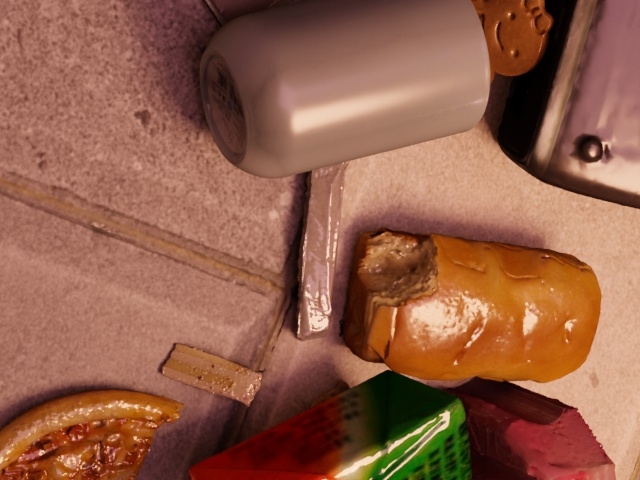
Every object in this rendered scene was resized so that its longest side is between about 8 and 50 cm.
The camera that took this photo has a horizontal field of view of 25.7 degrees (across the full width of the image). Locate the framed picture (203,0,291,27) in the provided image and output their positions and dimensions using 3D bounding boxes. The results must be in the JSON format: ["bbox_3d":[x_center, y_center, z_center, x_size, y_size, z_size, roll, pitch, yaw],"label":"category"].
[{"bbox_3d":[-0.103,-0.392,1.691,0.189,0.023,0.260,-41,114,-15],"label":"framed picture"}]

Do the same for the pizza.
[{"bbox_3d":[-0.291,0.249,1.686,0.271,0.056,0.134,-4,92,-25],"label":"pizza"}]

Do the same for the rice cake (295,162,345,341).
[{"bbox_3d":[0.000,0.000,1.795,0.055,0.049,0.269,3,97,-5],"label":"rice cake"}]

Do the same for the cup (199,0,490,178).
[{"bbox_3d":[0.023,-0.196,1.690,0.312,0.205,0.205,-16,105,-21],"label":"cup"}]

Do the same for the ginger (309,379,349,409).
[{"bbox_3d":[0.048,0.223,1.860,0.137,0.044,0.057,13,110,-26],"label":"ginger"}]

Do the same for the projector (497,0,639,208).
[{"bbox_3d":[0.483,-0.231,1.812,0.405,0.242,0.395,13,100,-8],"label":"projector"}]

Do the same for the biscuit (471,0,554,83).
[{"bbox_3d":[0.210,-0.257,1.789,0.027,0.184,0.133,-18,118,-49],"label":"biscuit"}]

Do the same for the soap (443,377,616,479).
[{"bbox_3d":[0.264,0.307,1.824,0.127,0.325,0.220,-12,102,-20],"label":"soap"}]

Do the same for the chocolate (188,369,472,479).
[{"bbox_3d":[0.021,0.367,1.755,0.341,0.161,0.360,-24,127,-21],"label":"chocolate"}]

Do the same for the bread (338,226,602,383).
[{"bbox_3d":[0.203,0.090,1.853,0.344,0.149,0.195,5,96,-27],"label":"bread"}]

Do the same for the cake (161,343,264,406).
[{"bbox_3d":[-0.134,0.166,1.753,0.121,0.065,0.052,23,85,-21],"label":"cake"}]
